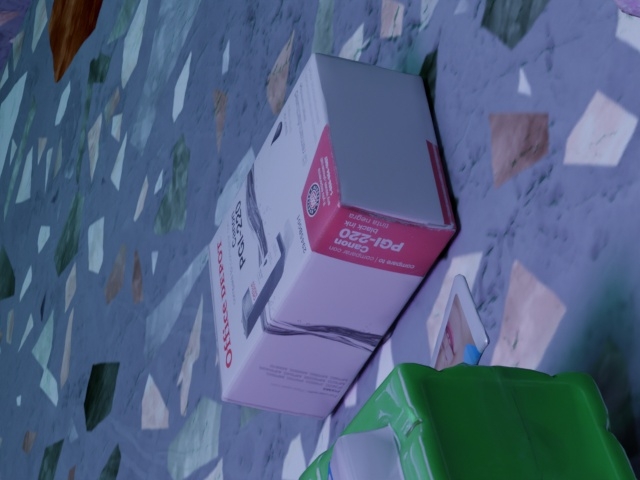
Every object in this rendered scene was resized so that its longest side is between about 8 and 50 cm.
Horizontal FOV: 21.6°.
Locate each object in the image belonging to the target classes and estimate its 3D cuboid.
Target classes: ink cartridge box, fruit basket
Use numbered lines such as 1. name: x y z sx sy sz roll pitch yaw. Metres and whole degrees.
1. ink cartridge box: 0.000 0.000 1.200 0.158 0.092 0.218 -99 28 -42
2. fruit basket: 0.052 0.248 0.846 0.327 0.165 0.353 -104 30 -48

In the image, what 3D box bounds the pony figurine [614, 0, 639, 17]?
1. pony figurine: 0.257 -0.194 0.405 0.351 0.303 0.363 -68 10 -10
